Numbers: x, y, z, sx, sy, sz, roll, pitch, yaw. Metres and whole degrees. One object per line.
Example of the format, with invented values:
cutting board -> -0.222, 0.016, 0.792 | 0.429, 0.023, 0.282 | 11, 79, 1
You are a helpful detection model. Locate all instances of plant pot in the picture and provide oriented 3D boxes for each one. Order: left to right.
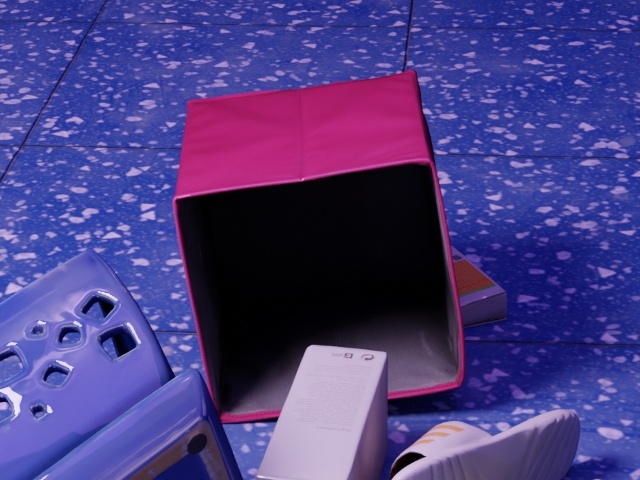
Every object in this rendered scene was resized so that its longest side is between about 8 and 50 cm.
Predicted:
plant pot -> -0.194, 0.191, 1.475 | 0.236, 0.236, 0.212 | -36, 47, -20

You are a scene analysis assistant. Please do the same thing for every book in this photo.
book -> 0.132, 0.052, 2.018 | 0.096, 0.035, 0.144 | -13, 28, -17

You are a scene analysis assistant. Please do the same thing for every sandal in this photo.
sandal -> 0.130, 0.208, 1.633 | 0.076, 0.102, 0.265 | 21, 25, 40

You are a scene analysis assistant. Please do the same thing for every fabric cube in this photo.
fabric cube -> 0.000, 0.000, 1.849 | 0.259, 0.254, 0.258 | -8, 24, 3

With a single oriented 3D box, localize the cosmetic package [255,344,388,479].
cosmetic package -> 0.005, 0.199, 1.624 | 0.085, 0.117, 0.231 | 4, 25, 11

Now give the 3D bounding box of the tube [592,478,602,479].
tube -> 0.152, 0.274, 1.540 | 0.240, 0.062, 0.070 | -21, -12, -26
